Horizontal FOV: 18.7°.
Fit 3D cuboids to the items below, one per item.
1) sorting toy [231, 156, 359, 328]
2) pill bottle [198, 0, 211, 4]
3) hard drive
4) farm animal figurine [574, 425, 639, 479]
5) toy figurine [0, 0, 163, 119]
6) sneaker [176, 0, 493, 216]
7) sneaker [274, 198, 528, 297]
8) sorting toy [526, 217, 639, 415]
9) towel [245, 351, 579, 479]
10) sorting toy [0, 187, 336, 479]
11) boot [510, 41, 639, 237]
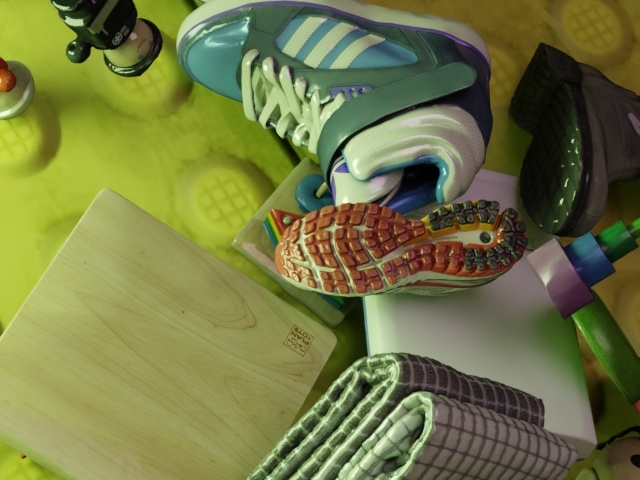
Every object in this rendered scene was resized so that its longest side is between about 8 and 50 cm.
[{"bbox_3d":[0.000,0.000,1.900,0.132,0.046,0.274,40,57,1],"label":"sorting toy"},{"bbox_3d":[-0.157,-0.342,1.944,0.264,0.153,0.153,27,58,-8],"label":"pill bottle"},{"bbox_3d":[0.140,0.054,1.847,0.210,0.040,0.319,12,46,-18],"label":"hard drive"},{"bbox_3d":[0.332,0.321,1.799,0.330,0.172,0.327,-14,71,-28],"label":"farm animal figurine"},{"bbox_3d":[-0.264,-0.236,1.816,0.213,0.148,0.210,-20,62,15],"label":"toy figurine"},{"bbox_3d":[0.001,-0.117,1.844,0.322,0.130,0.236,6,46,7],"label":"sneaker"},{"bbox_3d":[0.071,0.020,1.761,0.225,0.093,0.088,0,69,-5],"label":"sneaker"},{"bbox_3d":[0.313,0.080,1.816,0.126,0.365,0.127,-33,51,8],"label":"sorting toy"},{"bbox_3d":[0.048,0.225,1.630,0.235,0.284,0.121,21,26,-52],"label":"towel"},{"bbox_3d":[-0.158,0.129,1.742,0.257,0.089,0.255,33,57,-4],"label":"sorting toy"},{"bbox_3d":[0.320,-0.084,1.964,0.222,0.118,0.338,22,30,-10],"label":"boot"}]
